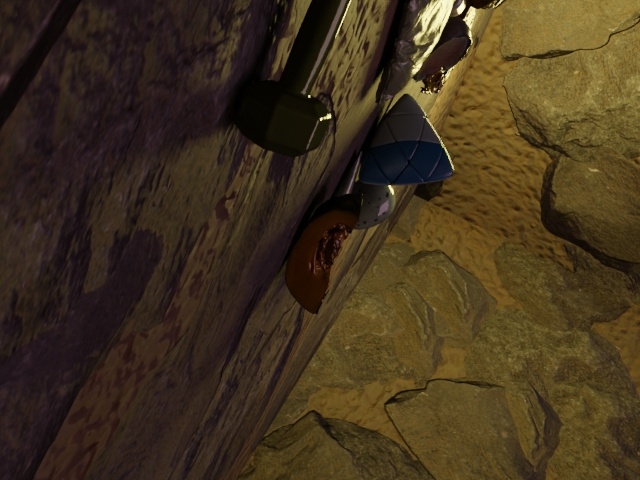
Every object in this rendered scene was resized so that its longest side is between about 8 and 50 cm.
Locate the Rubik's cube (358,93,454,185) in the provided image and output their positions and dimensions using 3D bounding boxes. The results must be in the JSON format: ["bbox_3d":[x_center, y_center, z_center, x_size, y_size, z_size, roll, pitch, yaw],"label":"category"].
[{"bbox_3d":[0.240,-0.248,2.203,0.254,0.254,0.254,-61,172,-15],"label":"Rubik's cube"}]

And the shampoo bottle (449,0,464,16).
[{"bbox_3d":[0.305,-0.581,2.061,0.074,0.074,0.192,-64,171,9],"label":"shampoo bottle"}]

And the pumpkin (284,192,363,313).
[{"bbox_3d":[-0.005,0.001,1.946,0.163,0.111,0.279,-88,-160,-71],"label":"pumpkin"}]

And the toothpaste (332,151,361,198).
[{"bbox_3d":[0.036,-0.067,2.101,0.056,0.058,0.314,29,82,-38],"label":"toothpaste"}]

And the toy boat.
[{"bbox_3d":[0.292,-0.488,2.170,0.155,0.085,0.227,-20,168,-13],"label":"toy boat"}]

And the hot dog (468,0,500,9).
[{"bbox_3d":[0.423,-0.687,2.124,0.272,0.122,0.196,79,26,-54],"label":"hot dog"}]

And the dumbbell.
[{"bbox_3d":[-0.004,-0.252,1.059,0.108,0.121,0.302,4,117,-50],"label":"dumbbell"}]

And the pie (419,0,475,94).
[{"bbox_3d":[0.344,-0.542,2.375,0.308,0.085,0.308,-61,171,-18],"label":"pie"}]

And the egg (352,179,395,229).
[{"bbox_3d":[0.120,-0.097,2.279,0.164,0.131,0.131,-34,163,-16],"label":"egg"}]

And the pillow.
[{"bbox_3d":[0.221,-0.466,1.888,0.274,0.076,0.281,-54,167,-39],"label":"pillow"}]
